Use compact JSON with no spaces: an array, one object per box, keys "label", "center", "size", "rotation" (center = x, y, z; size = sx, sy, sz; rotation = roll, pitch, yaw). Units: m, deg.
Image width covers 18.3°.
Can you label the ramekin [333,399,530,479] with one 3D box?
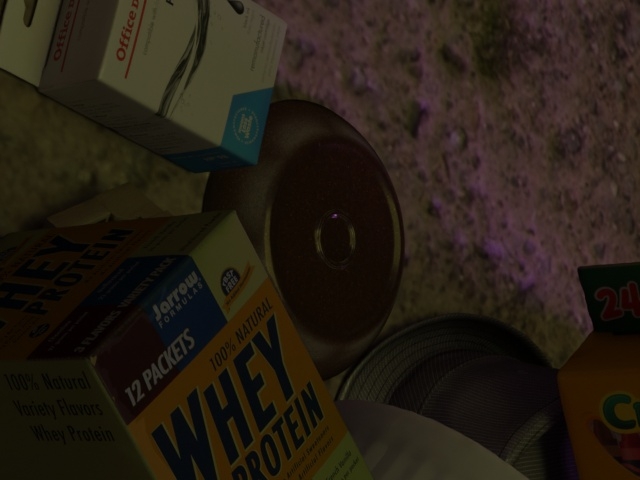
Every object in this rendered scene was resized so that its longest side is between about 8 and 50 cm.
[{"label":"ramekin","center":[0.051,0.246,1.243],"size":[0.135,0.277,0.277],"rotation":[-45,120,-31]}]

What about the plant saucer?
[{"label":"plant saucer","center":[0.000,0.000,1.372],"size":[0.198,0.036,0.199],"rotation":[4,84,-47]}]

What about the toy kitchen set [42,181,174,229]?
[{"label":"toy kitchen set","center":[-0.121,0.024,1.216],"size":[0.075,0.083,0.068],"rotation":[-27,148,-45]}]

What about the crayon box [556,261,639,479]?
[{"label":"crayon box","center":[0.287,0.169,1.374],"size":[0.081,0.202,0.319],"rotation":[-38,117,-55]}]

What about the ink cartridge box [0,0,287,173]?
[{"label":"ink cartridge box","center":[-0.109,-0.123,1.240],"size":[0.180,0.060,0.104],"rotation":[27,68,-44]}]

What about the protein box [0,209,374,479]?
[{"label":"protein box","center":[-0.111,0.107,1.118],"size":[0.136,0.199,0.201],"rotation":[-47,120,-39]}]

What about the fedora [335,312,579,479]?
[{"label":"fedora","center":[0.140,0.173,1.448],"size":[0.275,0.124,0.244],"rotation":[9,80,-47]}]
